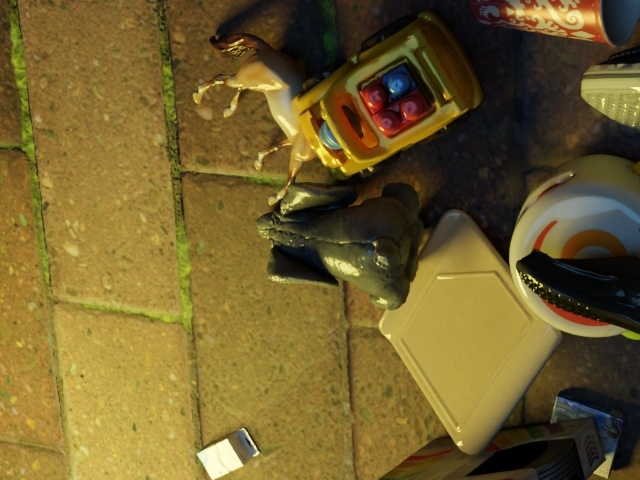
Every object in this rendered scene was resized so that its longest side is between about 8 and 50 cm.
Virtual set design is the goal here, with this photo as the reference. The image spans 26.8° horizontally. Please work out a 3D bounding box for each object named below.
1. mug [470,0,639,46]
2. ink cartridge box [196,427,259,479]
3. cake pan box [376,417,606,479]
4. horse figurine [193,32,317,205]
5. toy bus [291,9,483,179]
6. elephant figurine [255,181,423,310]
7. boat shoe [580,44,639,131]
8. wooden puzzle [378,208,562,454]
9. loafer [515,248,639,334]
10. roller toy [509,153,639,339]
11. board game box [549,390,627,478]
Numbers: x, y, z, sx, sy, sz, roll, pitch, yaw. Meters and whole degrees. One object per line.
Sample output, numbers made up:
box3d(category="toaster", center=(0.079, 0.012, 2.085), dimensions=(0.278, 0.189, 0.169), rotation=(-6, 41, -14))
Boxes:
box3d(category="mug", center=(0.272, -0.293, 1.518), dimensions=(0.169, 0.150, 0.113), rotation=(11, 142, 34))
box3d(category="ink cartridge box", center=(-0.136, 0.315, 1.984), dimensions=(0.083, 0.028, 0.048), rotation=(-30, 93, 32))
box3d(category="cake pan box", center=(0.194, 0.304, 1.668), dimensions=(0.266, 0.245, 0.070), rotation=(-14, 97, 38))
box3d(category="horse figurine", center=(-0.055, -0.171, 1.743), dimensions=(0.174, 0.066, 0.263), rotation=(-33, 92, 35))
box3d(category="toy bus", center=(0.069, -0.156, 1.585), dimensions=(0.220, 0.211, 0.149), rotation=(-30, 99, 16))
box3d(category="elephant figurine", center=(0.000, 0.000, 1.701), dimensions=(0.239, 0.169, 0.186), rotation=(9, 142, 14))
box3d(category="boat shoe", center=(0.488, -0.193, 1.374), dimensions=(0.500, 0.186, 0.156), rotation=(-5, 65, 51))
box3d(category="wooden puzzle", center=(0.187, 0.114, 1.696), dimensions=(0.239, 0.044, 0.221), rotation=(54, 128, 37))
box3d(category="loafer", center=(0.323, 0.051, 1.471), dimensions=(0.220, 0.080, 0.078), rotation=(21, 82, 8))
box3d(category="roller toy", center=(0.322, 0.000, 1.565), dimensions=(0.191, 0.146, 0.209), rotation=(7, 112, 13))
box3d(category="board game box", center=(0.338, 0.249, 1.722), dimensions=(0.090, 0.020, 0.090), rotation=(18, 116, 21))
